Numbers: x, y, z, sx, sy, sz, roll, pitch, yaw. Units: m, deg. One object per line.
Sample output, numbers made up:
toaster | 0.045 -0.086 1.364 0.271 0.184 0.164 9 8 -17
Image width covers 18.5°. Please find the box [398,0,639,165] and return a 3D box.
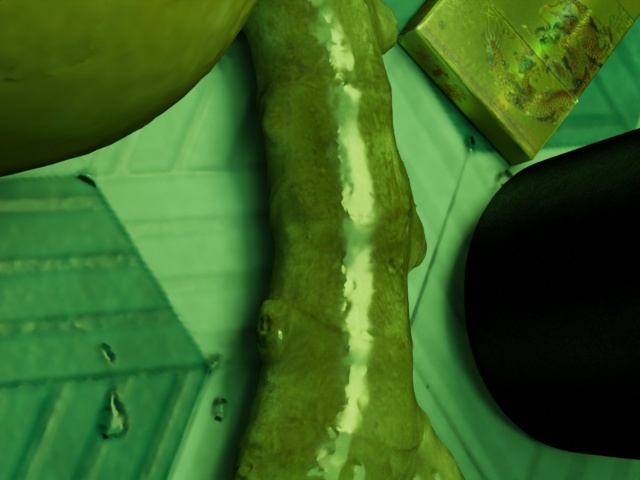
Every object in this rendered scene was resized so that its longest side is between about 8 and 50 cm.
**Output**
box | 0.110 -0.119 0.951 0.089 0.022 0.156 47 61 -13

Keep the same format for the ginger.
ginger | 0.002 -0.001 0.839 0.118 0.065 0.299 1 80 -44

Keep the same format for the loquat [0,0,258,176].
loquat | -0.136 -0.146 0.682 0.263 0.263 0.263 7 76 -29

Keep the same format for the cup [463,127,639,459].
cup | 0.199 0.012 0.879 0.239 0.177 0.166 -21 95 -36
